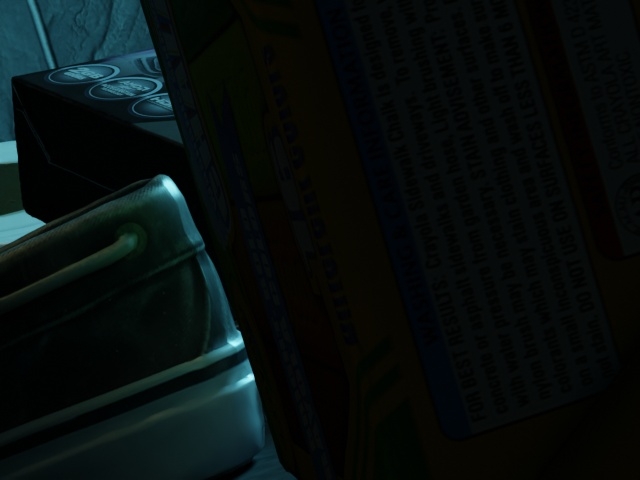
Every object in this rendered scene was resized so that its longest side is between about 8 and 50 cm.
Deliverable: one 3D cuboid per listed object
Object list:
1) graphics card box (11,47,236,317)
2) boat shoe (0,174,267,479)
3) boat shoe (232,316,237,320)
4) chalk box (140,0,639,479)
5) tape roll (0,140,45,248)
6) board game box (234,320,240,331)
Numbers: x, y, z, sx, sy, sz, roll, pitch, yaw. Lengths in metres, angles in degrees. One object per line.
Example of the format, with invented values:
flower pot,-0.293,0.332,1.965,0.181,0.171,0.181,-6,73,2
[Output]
graphics card box,0.031,-0.069,1.111,0.371,0.094,0.233,-17,26,-33
boat shoe,-0.183,0.065,0.598,0.335,0.119,0.121,-19,3,-25
boat shoe,0.000,0.000,1.160,0.223,0.073,0.080,-16,1,19
chalk box,0.056,-0.035,0.512,0.179,0.180,0.289,-18,2,-10
tape roll,-0.224,0.011,1.274,0.286,0.100,0.286,-7,18,2
board game box,-0.128,0.079,0.916,0.186,0.026,0.126,-19,3,-28
